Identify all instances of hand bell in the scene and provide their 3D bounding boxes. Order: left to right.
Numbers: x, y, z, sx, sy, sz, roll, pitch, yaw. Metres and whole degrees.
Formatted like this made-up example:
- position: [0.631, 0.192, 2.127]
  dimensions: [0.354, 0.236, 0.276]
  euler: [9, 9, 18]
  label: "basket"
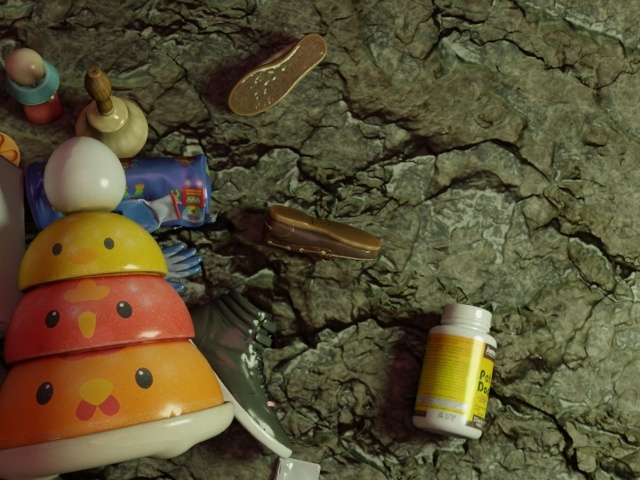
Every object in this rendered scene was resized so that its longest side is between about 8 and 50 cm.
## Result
- position: [-0.353, -0.226, 1.273]
  dimensions: [0.126, 0.242, 0.126]
  euler: [2, 76, -8]
  label: "hand bell"

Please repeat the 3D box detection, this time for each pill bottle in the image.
- position: [0.231, 0.221, 1.323]
  dimensions: [0.117, 0.117, 0.214]
  euler: [15, 75, -5]
  label: "pill bottle"

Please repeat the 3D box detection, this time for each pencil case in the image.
- position: [-0.330, -0.075, 1.307]
  dimensions: [0.306, 0.119, 0.133]
  euler: [-3, 121, -10]
  label: "pencil case"

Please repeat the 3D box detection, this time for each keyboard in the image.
- position: [-0.061, 0.487, 1.269]
  dimensions: [0.072, 0.014, 0.255]
  euler: [16, 75, -10]
  label: "keyboard"

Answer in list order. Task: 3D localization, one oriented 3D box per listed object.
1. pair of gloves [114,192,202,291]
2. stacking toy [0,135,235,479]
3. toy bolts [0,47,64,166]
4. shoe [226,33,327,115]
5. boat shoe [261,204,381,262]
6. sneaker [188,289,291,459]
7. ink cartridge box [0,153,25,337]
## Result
- position: [-0.287, 0.013, 1.284]
  dimensions: [0.159, 0.023, 0.198]
  euler: [-17, 122, -1]
  label: "pair of gloves"
- position: [-0.333, 0.081, 1.133]
  dimensions: [0.351, 0.350, 0.479]
  euler: [-10, 82, -11]
  label: "stacking toy"
- position: [-0.536, -0.222, 1.286]
  dimensions: [0.229, 0.158, 0.218]
  euler: [-25, 82, -14]
  label: "toy bolts"
- position: [-0.081, -0.300, 1.436]
  dimensions: [0.219, 0.058, 0.076]
  euler: [-37, 105, -11]
  label: "shoe"
- position: [0.000, 0.000, 1.370]
  dimensions: [0.207, 0.073, 0.073]
  euler: [18, 112, -1]
  label: "boat shoe"
- position: [-0.107, 0.206, 1.278]
  dimensions: [0.147, 0.104, 0.295]
  euler: [-37, 80, -10]
  label: "sneaker"
- position: [-0.649, 0.027, 1.158]
  dimensions: [0.385, 0.160, 0.279]
  euler: [-9, 76, 6]
  label: "ink cartridge box"
